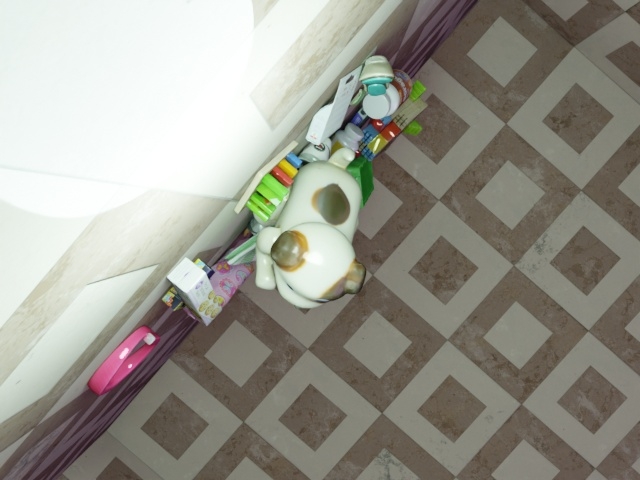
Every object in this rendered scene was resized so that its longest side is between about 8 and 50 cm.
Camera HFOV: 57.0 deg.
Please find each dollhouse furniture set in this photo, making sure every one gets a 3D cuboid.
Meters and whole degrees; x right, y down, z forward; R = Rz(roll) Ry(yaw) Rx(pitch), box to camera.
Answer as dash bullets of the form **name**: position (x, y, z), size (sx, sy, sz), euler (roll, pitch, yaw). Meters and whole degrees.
- **dollhouse furniture set**: position (0.159, -0.461, 1.817), size (0.151, 0.058, 0.076), euler (-49, -179, 20)

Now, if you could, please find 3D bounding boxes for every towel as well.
- **towel**: position (-0.128, -0.001, 1.884), size (0.248, 0.038, 0.325), euler (-35, 167, 23)

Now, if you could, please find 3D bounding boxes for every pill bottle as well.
- **pill bottle**: position (0.226, -0.495, 2.008), size (0.121, 0.121, 0.216), euler (-48, -178, 42)
- **pill bottle**: position (0.076, -0.342, 2.179), size (0.184, 0.103, 0.103), euler (-48, -179, 29)

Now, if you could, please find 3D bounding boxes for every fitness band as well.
- **fitness band**: position (-0.526, 0.325, 1.592), size (0.209, 0.054, 0.291), euler (-49, 180, -13)

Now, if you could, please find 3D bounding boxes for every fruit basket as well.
- **fruit basket**: position (0.022, -0.227, 2.465), size (0.392, 0.282, 0.392), euler (-6, -161, 2)

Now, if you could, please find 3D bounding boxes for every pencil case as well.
- **pencil case**: position (-0.329, 0.142, 1.913), size (0.124, 0.124, 0.284), euler (-48, -177, 40)

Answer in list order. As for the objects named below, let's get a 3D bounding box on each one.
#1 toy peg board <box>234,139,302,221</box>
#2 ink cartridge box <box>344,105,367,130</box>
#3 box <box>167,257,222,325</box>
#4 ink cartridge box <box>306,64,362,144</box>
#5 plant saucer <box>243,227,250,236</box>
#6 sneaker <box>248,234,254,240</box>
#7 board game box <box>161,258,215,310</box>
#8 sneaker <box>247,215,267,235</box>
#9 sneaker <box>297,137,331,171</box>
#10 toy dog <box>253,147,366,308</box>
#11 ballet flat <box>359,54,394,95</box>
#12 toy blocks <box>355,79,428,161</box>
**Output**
- **toy peg board**: position (-0.107, -0.131, 1.411), size (0.160, 0.079, 0.161), euler (-50, -178, -42)
- **ink cartridge box**: position (0.143, -0.466, 2.347), size (0.208, 0.045, 0.206), euler (-52, -178, -33)
- **box**: position (-0.303, 0.134, 1.451), size (0.067, 0.063, 0.324), euler (-49, 168, -19)
- **ink cartridge box**: position (0.033, -0.336, 1.433), size (0.145, 0.045, 0.179), euler (-49, 163, -52)
- **plant saucer**: position (-0.237, -0.047, 2.020), size (0.083, 0.013, 0.083), euler (-48, -178, 2)
- **sneaker**: position (-0.251, -0.022, 2.360), size (0.158, 0.061, 0.065), euler (-50, 154, -20)
- **board game box**: position (-0.351, 0.121, 1.585), size (0.141, 0.048, 0.170), euler (-48, -179, -8)
- **sneaker**: position (-0.135, -0.073, 1.917), size (0.111, 0.129, 0.297), euler (-40, -176, 29)
- **sneaker**: position (-0.032, -0.188, 1.761), size (0.146, 0.122, 0.330), euler (-60, -176, -30)
- **toy dog**: position (0.000, 0.000, 1.473), size (0.395, 0.285, 0.408), euler (-45, -157, 28)
- **ballet flat**: position (0.137, -0.420, 1.473), size (0.086, 0.086, 0.248), euler (-49, -178, 4)
- **toy blocks**: position (0.237, -0.416, 2.265), size (0.261, 0.190, 0.381), euler (-42, 179, -33)
